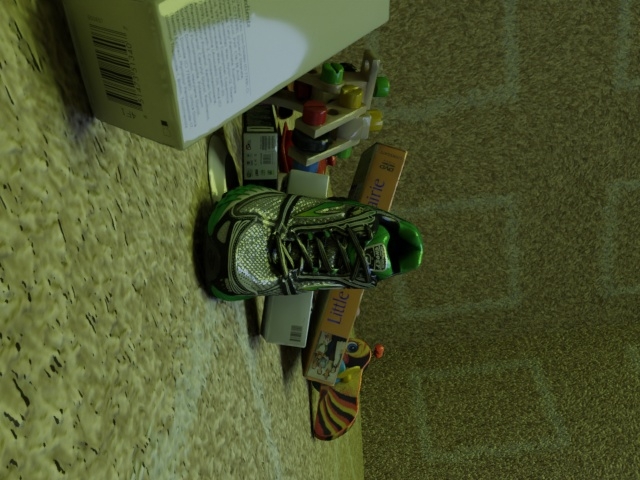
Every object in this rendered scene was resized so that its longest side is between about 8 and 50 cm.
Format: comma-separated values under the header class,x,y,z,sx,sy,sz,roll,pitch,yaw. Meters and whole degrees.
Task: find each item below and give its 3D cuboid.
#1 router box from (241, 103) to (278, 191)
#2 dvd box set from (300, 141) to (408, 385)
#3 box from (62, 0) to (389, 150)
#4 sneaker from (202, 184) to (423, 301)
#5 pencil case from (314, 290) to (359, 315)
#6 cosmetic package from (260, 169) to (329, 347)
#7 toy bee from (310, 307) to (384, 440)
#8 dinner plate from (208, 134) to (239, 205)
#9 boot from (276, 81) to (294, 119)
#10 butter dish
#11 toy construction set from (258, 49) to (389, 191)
class,x,y,z,sx,sy,sz,roll,pitch,yaw
router box,-0.081,-0.079,0.969,0.133,0.046,0.178,-103,-166,-63
dvd box set,0.054,0.034,1.362,0.307,0.062,0.420,-133,-120,-87
box,-0.054,-0.185,0.562,0.275,0.094,0.113,-41,141,-40
sneaker,0.000,0.000,0.873,0.344,0.146,0.134,-10,104,-49
pencil case,0.026,0.071,1.849,0.124,0.124,0.284,-85,166,-68
cosmetic package,-0.040,0.025,1.033,0.099,0.060,0.239,167,-69,-82
toy bee,0.059,0.274,1.565,0.195,0.162,0.298,109,-21,-84
dinner plate,-0.120,-0.066,0.936,0.141,0.017,0.141,-6,90,-85
boot,-0.094,-0.453,1.615,0.264,0.096,0.280,88,7,-45
butter dish,-0.025,-0.174,1.602,0.160,0.118,0.159,-88,169,-60
toy construction set,0.026,-0.184,1.185,0.257,0.237,0.308,23,-64,59
